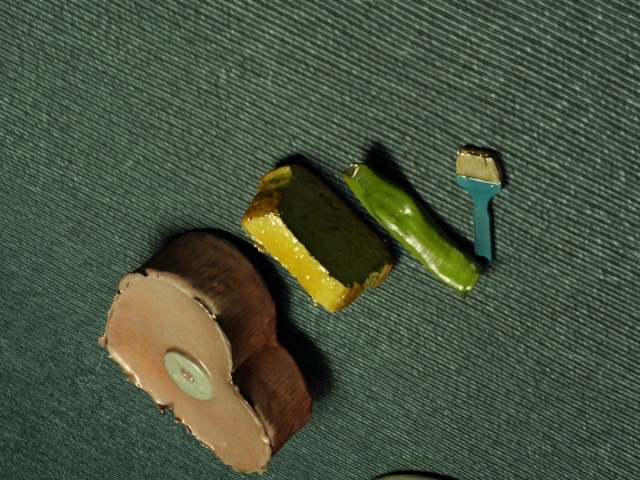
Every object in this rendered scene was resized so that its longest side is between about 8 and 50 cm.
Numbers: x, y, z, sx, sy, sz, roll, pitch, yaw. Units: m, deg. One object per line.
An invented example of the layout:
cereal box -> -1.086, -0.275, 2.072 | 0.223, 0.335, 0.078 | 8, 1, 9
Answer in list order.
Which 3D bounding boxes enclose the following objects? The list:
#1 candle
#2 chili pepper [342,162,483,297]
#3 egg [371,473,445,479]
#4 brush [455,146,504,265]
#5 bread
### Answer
candle -> -0.153, 0.138, 1.737 | 0.287, 0.131, 0.317 | 1, 123, 43
chili pepper -> 0.099, -0.017, 1.454 | 0.202, 0.050, 0.052 | 44, 125, -12
egg -> 0.129, 0.546, 1.805 | 0.354, 0.340, 0.354 | 18, 141, 16
brush -> 0.170, -0.032, 1.416 | 0.051, 0.014, 0.164 | 15, 139, 23
bread -> 0.000, 0.000, 1.497 | 0.187, 0.103, 0.065 | 48, 137, -12
